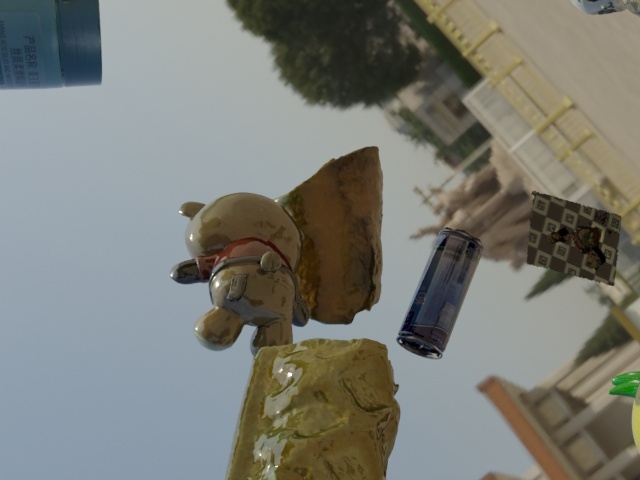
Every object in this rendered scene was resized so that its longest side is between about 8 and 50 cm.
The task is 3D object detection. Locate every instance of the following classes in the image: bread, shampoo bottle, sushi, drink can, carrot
[{"bbox_3d":[-0.006,0.248,1.172,0.238,0.196,0.252,94,-171,-52],"label":"bread"},{"bbox_3d":[-0.493,-0.374,1.398,0.331,0.343,0.331,175,90,-77],"label":"shampoo bottle"},{"bbox_3d":[0.452,-0.002,1.806,0.201,0.139,0.031,15,167,-20],"label":"sushi"},{"bbox_3d":[0.226,0.099,1.863,0.097,0.235,0.097,20,160,8],"label":"drink can"},{"bbox_3d":[0.000,0.000,1.871,0.241,0.242,0.340,23,-116,-63],"label":"carrot"}]

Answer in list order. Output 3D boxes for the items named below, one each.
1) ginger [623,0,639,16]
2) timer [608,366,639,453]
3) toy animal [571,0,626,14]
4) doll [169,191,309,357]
[{"bbox_3d":[0.511,-0.385,1.397,0.221,0.130,0.276,56,-139,-5],"label":"ginger"},{"bbox_3d":[0.571,0.250,1.523,0.285,0.285,0.285,45,-167,-13],"label":"timer"},{"bbox_3d":[0.527,-0.470,1.761,0.166,0.179,0.138,36,-148,-53],"label":"toy animal"},{"bbox_3d":[-0.119,0.039,1.580,0.235,0.174,0.330,12,-149,-17],"label":"doll"}]
